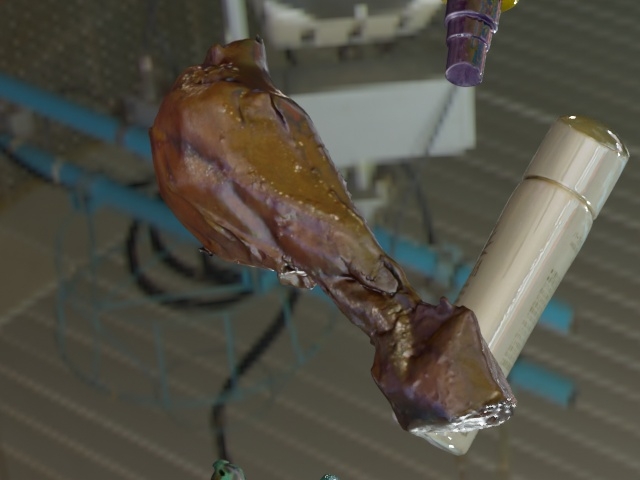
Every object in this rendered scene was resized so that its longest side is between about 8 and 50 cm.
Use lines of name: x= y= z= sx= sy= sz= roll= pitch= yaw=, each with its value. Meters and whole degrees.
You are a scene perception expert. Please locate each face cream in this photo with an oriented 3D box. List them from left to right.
face cream: x=0.134 y=-0.250 z=1.606 sx=0.078 sy=0.078 sz=0.273 roll=5 pitch=-115 yaw=12
face cream: x=0.183 y=0.034 z=1.853 sx=0.081 sy=0.173 sz=0.348 roll=29 pitch=-94 yaw=6

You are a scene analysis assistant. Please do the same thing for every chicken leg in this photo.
chicken leg: x=0.000 y=0.000 z=1.102 sx=0.093 sy=0.113 sz=0.304 roll=-17 pitch=-132 yaw=-35

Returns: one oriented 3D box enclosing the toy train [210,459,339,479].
toy train: x=-0.042 y=0.238 z=1.360 sx=0.107 sy=0.154 sz=0.198 roll=3 pitch=-172 yaw=16
